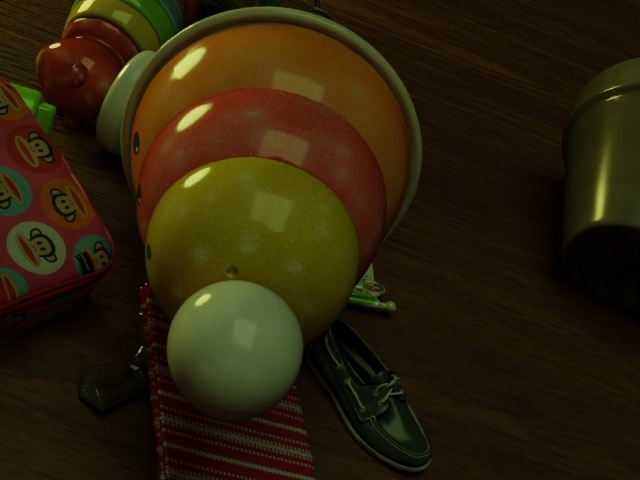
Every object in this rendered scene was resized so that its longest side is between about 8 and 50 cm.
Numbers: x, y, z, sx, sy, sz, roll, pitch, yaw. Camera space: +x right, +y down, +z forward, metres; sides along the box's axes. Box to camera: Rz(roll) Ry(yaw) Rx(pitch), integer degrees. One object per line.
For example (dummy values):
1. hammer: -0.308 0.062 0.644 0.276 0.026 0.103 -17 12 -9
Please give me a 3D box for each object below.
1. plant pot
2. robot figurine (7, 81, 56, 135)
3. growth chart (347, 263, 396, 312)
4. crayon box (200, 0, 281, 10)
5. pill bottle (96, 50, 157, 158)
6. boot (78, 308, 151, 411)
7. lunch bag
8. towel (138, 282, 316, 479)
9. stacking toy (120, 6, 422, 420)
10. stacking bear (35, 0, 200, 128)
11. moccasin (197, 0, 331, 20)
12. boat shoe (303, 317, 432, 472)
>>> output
1. plant pot: 0.488 -0.060 1.488 0.323 0.323 0.280 28 55 2
2. robot figurine: -0.398 -0.167 1.289 0.115 0.067 0.101 16 13 -11
3. growth chart: 0.000 0.000 1.357 0.172 0.021 0.237 8 42 -19
4. crayon box: -0.105 -0.455 1.567 0.165 0.081 0.278 19 43 10
5. pill bottle: -0.146 -0.127 1.318 0.264 0.146 0.146 29 40 4
6. boot: -0.217 0.128 1.095 0.114 0.037 0.106 -16 53 -33
7. lunch bag: -0.388 -0.032 1.071 0.258 0.120 0.293 -24 75 -48
8. towel: -0.099 0.175 1.076 0.198 0.031 0.275 21 38 -33
9. stacking toy: -0.067 -0.005 1.007 0.350 0.351 0.480 20 28 -8
10. stacking bear: -0.292 -0.278 1.406 0.164 0.175 0.289 27 48 -5
11. moccasin: -0.062 -0.349 1.626 0.380 0.139 0.147 33 48 23
12. boat shoe: 0.058 0.174 1.163 0.075 0.065 0.206 -18 57 -40
